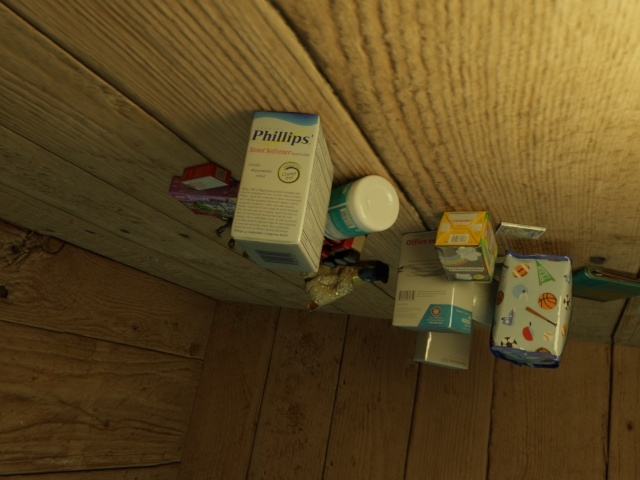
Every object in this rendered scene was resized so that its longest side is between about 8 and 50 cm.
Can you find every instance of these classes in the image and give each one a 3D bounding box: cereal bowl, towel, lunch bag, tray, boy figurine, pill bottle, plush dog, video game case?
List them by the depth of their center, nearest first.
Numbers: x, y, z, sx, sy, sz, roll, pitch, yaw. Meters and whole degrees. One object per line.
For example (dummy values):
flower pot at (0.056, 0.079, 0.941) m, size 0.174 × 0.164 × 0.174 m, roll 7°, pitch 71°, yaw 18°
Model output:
pill bottle at (0.077, -0.080, 1.506) m, size 0.146 × 0.146 × 0.264 m, roll 19°, pitch 164°, yaw -30°
video game case at (0.577, -0.028, 1.621) m, size 0.122 × 0.011 × 0.087 m, roll 8°, pitch 165°, yaw 8°
lunch bag at (0.680, 0.237, 1.805) m, size 0.239 × 0.327 × 0.385 m, roll 8°, pitch 168°, yaw 27°
tray at (0.681, 0.080, 1.919) m, size 0.145 × 0.030 × 0.270 m, roll 22°, pitch 161°, yaw -35°
towel at (0.991, 0.164, 2.010) m, size 0.272 × 0.040 × 0.370 m, roll 12°, pitch 167°, yaw -1°
cereal bowl at (0.547, 0.178, 2.042) m, size 0.339 × 0.141 × 0.339 m, roll 24°, pitch -169°, yaw -5°
plush dog at (-0.015, 0.161, 2.338) m, size 0.211 × 0.225 × 0.262 m, roll -19°, pitch 170°, yaw -26°
boy figurine at (0.157, 0.144, 2.395) m, size 0.285 × 0.092 × 0.177 m, roll -3°, pitch 160°, yaw 44°

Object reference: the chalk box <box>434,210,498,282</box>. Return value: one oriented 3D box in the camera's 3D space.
chalk box at (0.422, 0.033, 1.593) m, size 0.132 × 0.132 × 0.213 m, roll 1°, pitch 141°, yaw 29°

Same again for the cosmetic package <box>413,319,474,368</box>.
cosmetic package at (0.523, 0.340, 2.337) m, size 0.197 × 0.365 × 0.155 m, roll 12°, pitch 165°, yaw -7°

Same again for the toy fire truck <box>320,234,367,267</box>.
toy fire truck at (0.000, 0.000, 1.894) m, size 0.246 × 0.158 × 0.217 m, roll 29°, pitch 159°, yaw -21°

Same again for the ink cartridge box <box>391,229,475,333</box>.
ink cartridge box at (0.367, 0.134, 1.792) m, size 0.129 × 0.307 × 0.223 m, roll 20°, pitch 162°, yaw -40°

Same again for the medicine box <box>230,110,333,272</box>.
medicine box at (-0.073, -0.099, 1.255) m, size 0.149 × 0.289 × 0.263 m, roll 6°, pitch 164°, yaw 10°

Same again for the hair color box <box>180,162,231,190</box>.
hair color box at (-0.329, -0.181, 1.603) m, size 0.141 × 0.043 × 0.072 m, roll -4°, pitch 159°, yaw 41°

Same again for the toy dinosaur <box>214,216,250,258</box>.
toy dinosaur at (-0.251, -0.043, 1.892) m, size 0.314 × 0.160 × 0.121 m, roll 18°, pitch 142°, yaw 26°

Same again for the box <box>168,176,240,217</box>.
box at (-0.298, -0.126, 1.760) m, size 0.293 × 0.057 × 0.201 m, roll 6°, pitch 164°, yaw 16°
